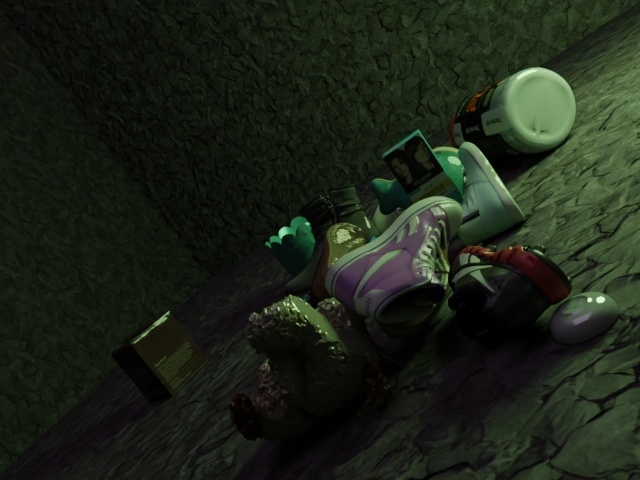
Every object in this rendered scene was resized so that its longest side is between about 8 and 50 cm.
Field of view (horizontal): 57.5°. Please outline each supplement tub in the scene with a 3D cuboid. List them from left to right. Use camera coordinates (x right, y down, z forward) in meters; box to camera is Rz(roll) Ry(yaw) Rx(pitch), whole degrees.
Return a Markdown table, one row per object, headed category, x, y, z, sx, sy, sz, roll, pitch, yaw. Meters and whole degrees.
| category | x | y | z | sx | sy | sz | roll | pitch | yaw |
| --- | --- | --- | --- | --- | --- | --- | --- | --- | --- |
| supplement tub | 0.489 | -0.316 | 1.548 | 0.207 | 0.207 | 0.338 | -38 | 9 | -11 |

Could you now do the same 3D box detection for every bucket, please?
| category | x | y | z | sx | sy | sz | roll | pitch | yaw |
| --- | --- | --- | --- | --- | --- | --- | --- | --- | --- |
| bucket | -0.024 | 0.007 | 1.910 | 0.281 | 0.183 | 0.281 | -35 | 9 | 7 |

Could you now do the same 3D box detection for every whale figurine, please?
| category | x | y | z | sx | sy | sz | roll | pitch | yaw |
| --- | --- | --- | --- | --- | --- | --- | --- | --- | --- |
| whale figurine | 0.251 | -0.119 | 1.431 | 0.271 | 0.216 | 0.141 | -10 | 28 | 26 |

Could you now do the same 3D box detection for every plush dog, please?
| category | x | y | z | sx | sy | sz | roll | pitch | yaw |
| --- | --- | --- | --- | --- | --- | --- | --- | --- | --- |
| plush dog | -0.022 | 0.223 | 0.910 | 0.225 | 0.211 | 0.262 | -48 | -25 | 20 |

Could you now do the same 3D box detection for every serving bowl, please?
| category | x | y | z | sx | sy | sz | roll | pitch | yaw |
| --- | --- | --- | --- | --- | --- | --- | --- | --- | --- |
| serving bowl | 0.309 | 0.087 | 0.696 | 0.083 | 0.027 | 0.083 | -35 | 8 | 6 |

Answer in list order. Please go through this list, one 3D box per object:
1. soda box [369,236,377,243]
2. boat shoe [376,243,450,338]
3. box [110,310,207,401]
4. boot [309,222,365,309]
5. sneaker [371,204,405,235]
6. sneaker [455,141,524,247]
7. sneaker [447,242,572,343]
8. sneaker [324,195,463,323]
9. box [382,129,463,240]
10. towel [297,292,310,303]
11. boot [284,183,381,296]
| category | x | y | z | sx | sy | sz | roll | pitch | yaw |
| --- | --- | --- | --- | --- | --- | --- | --- | --- | --- |
| soda box | 0.120 | 0.068 | 1.316 | 0.210 | 0.071 | 0.067 | -53 | -17 | -62 |
| boat shoe | 0.175 | 0.072 | 1.063 | 0.121 | 0.110 | 0.341 | 13 | 37 | 15 |
| box | -0.497 | 0.360 | 1.802 | 0.168 | 0.203 | 0.167 | -26 | 13 | 46 |
| boot | 0.022 | 0.089 | 1.312 | 0.248 | 0.090 | 0.207 | -63 | -8 | -58 |
| sneaker | 0.264 | -0.106 | 1.609 | 0.305 | 0.114 | 0.152 | -33 | 8 | 20 |
| sneaker | 0.300 | -0.097 | 1.215 | 0.151 | 0.094 | 0.256 | -34 | 39 | 17 |
| sneaker | 0.229 | 0.075 | 0.830 | 0.135 | 0.098 | 0.276 | -44 | 5 | -8 |
| sneaker | 0.162 | 0.037 | 0.918 | 0.282 | 0.102 | 0.161 | -36 | 37 | -23 |
| box | 0.246 | -0.118 | 1.308 | 0.100 | 0.244 | 0.060 | -34 | 8 | 14 |
| towel | -0.073 | 0.193 | 1.620 | 0.067 | 0.029 | 0.119 | -29 | 10 | 39 |
| boot | 0.000 | 0.000 | 1.674 | 0.338 | 0.223 | 0.118 | -33 | -2 | 11 |
